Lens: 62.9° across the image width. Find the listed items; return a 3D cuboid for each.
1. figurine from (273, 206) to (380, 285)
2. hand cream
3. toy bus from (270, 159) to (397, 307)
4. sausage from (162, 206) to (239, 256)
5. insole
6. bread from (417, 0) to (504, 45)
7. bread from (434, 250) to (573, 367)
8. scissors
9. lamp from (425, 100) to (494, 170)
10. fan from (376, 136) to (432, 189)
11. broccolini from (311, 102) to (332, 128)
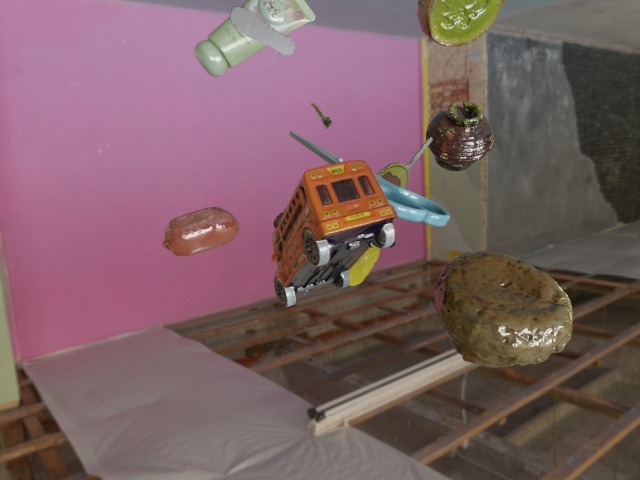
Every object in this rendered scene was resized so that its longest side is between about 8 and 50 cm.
[{"bbox_3d":[0.014,-0.021,1.600,0.315,0.187,0.168,32,-112,27],"label":"figurine"},{"bbox_3d":[-0.173,-0.528,1.311,0.306,0.147,0.093,-38,-174,-4],"label":"hand cream"},{"bbox_3d":[0.000,0.000,0.921,0.143,0.153,0.329,-16,162,-22],"label":"toy bus"},{"bbox_3d":[-0.402,-0.033,1.739,0.255,0.148,0.148,-25,-165,-12],"label":"sausage"},{"bbox_3d":[-0.108,-0.394,0.985,0.135,0.045,0.002,25,-173,-17],"label":"insole"},{"bbox_3d":[0.363,-0.614,1.340,0.236,0.236,0.070,-6,-135,-21],"label":"bread"},{"bbox_3d":[0.300,0.120,0.885,0.230,0.122,0.230,6,-144,-4],"label":"bread"},{"bbox_3d":[0.061,-0.140,1.048,0.193,0.029,0.447,4,-155,-43],"label":"scissors"},{"bbox_3d":[0.488,-0.371,1.839,0.247,0.246,0.247,-2,-171,0],"label":"lamp"},{"bbox_3d":[0.193,-0.148,1.414,0.011,0.335,0.229,40,-177,28],"label":"fan"},{"bbox_3d":[0.002,-0.519,2.176,0.042,0.044,0.218,-31,165,13],"label":"broccolini"}]
